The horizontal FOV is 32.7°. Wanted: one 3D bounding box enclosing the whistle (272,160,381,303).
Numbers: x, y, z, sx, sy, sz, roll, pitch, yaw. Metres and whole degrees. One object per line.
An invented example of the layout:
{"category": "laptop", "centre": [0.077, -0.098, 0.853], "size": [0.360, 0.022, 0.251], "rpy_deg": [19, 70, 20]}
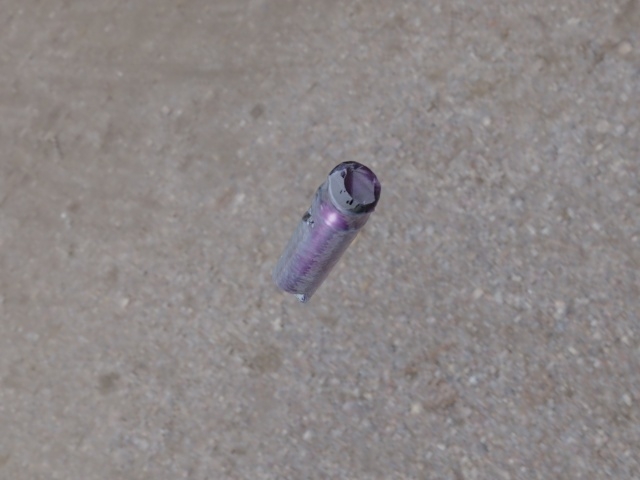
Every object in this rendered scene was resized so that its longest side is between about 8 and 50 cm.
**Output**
{"category": "whistle", "centre": [0.000, 0.000, 0.642], "size": [0.176, 0.033, 0.033], "rpy_deg": [123, 167, -66]}
